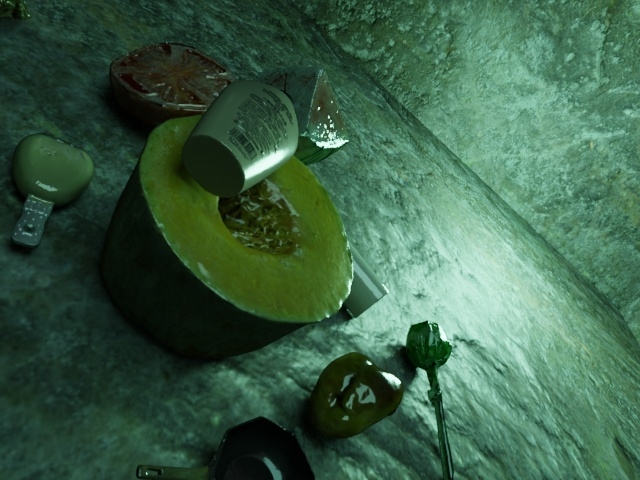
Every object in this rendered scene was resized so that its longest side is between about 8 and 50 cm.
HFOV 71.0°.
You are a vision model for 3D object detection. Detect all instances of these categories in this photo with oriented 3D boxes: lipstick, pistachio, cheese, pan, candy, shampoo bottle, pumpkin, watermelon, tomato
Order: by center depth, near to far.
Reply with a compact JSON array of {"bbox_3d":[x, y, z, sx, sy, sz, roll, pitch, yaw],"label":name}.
[{"bbox_3d":[-0.099,0.251,0.496,0.202,0.048,0.128,38,29,-15],"label":"pan"},{"bbox_3d":[-0.355,-0.064,0.577,0.097,0.037,0.192,23,36,-32],"label":"cheese"},{"bbox_3d":[-0.089,-0.148,0.595,0.127,0.078,0.257,46,34,-15],"label":"shampoo bottle"},{"bbox_3d":[-0.132,0.004,0.639,0.332,0.199,0.332,28,42,-28],"label":"pumpkin"},{"bbox_3d":[0.057,0.223,0.674,0.189,0.100,0.110,0,54,-50],"label":"pistachio"},{"bbox_3d":[0.212,0.292,0.820,0.097,0.097,0.323,29,41,-26],"label":"candy"},{"bbox_3d":[-0.279,-0.283,0.863,0.237,0.095,0.237,12,47,-14],"label":"tomato"},{"bbox_3d":[0.000,0.000,0.890,0.327,0.087,0.087,51,30,10],"label":"lipstick"},{"bbox_3d":[-0.071,-0.253,0.952,0.262,0.213,0.201,-8,101,-62],"label":"watermelon"}]

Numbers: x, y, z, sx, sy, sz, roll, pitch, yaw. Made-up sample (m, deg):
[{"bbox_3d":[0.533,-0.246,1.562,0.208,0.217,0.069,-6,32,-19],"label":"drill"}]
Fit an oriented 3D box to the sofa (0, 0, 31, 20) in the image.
[{"bbox_3d":[-0.578,-0.487,0.679,0.258,0.182,0.200,45,30,0],"label":"sofa"}]
